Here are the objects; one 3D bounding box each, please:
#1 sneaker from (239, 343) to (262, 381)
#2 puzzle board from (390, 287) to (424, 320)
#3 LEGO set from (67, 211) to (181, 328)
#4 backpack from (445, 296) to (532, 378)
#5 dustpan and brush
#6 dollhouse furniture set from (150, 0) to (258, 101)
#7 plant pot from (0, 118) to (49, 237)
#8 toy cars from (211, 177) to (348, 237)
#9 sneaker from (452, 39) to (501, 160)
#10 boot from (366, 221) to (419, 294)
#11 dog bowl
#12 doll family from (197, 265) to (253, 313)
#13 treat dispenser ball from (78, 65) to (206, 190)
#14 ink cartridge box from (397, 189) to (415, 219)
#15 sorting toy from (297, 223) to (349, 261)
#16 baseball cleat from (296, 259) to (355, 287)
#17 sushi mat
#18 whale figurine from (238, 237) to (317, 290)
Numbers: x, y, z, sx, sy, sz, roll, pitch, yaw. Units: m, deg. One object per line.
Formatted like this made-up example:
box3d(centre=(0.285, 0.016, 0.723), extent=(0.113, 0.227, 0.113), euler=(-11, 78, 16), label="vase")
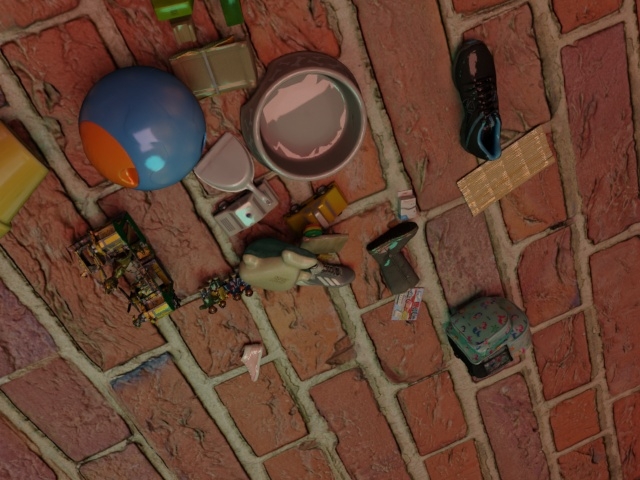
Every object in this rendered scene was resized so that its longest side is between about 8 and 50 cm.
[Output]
box3d(centre=(-0.229, 0.389, 2.009), extent=(0.070, 0.051, 0.134), euler=(4, 112, -17), label="sneaker")
box3d(centre=(0.290, 0.213, 2.096), extent=(0.096, 0.011, 0.128), euler=(1, 116, -18), label="puzzle board")
box3d(centre=(-0.534, 0.093, 1.647), extent=(0.192, 0.255, 0.331), euler=(-30, 118, 0), label="LEGO set")
box3d(centre=(0.569, 0.305, 2.108), extent=(0.253, 0.225, 0.191), euler=(-26, 127, -7), label="backpack")
box3d(centre=(-0.214, -0.168, 1.689), extent=(0.211, 0.060, 0.147), euler=(41, 88, 2), label="dustpan and brush")
box3d(centre=(-0.275, -0.501, 1.513), extent=(0.197, 0.151, 0.301), euler=(-14, 149, -2), label="dollhouse furniture set")
box3d(centre=(-0.779, -0.146, 1.459), extent=(0.239, 0.254, 0.254), euler=(-43, 122, -11), label="plant pot")
box3d(centre=(-0.105, -0.078, 1.776), extent=(0.393, 0.087, 0.176), euler=(1, 116, -17), label="toy cars")
box3d(centre=(0.457, -0.385, 1.754), extent=(0.125, 0.139, 0.341), euler=(-18, 120, -5), label="sneaker")
box3d(centre=(0.261, 0.060, 1.969), extent=(0.189, 0.076, 0.208), euler=(-28, 116, 16), label="boot")
box3d(centre=(-0.035, -0.315, 1.664), extent=(0.349, 0.102, 0.349), euler=(-7, 118, -13), label="dog bowl")
box3d(centre=(-0.271, 0.148, 1.855), extent=(0.193, 0.076, 0.111), euler=(-22, 116, -8), label="doll family")
box3d(centre=(-0.412, -0.260, 1.469), extent=(0.288, 0.288, 0.288), euler=(-7, 119, -13), label="treat dispenser ball")
box3d(centre=(0.261, -0.108, 1.906), extent=(0.048, 0.028, 0.083), euler=(-12, 119, -11), label="ink cartridge box")
box3d(centre=(0.000, 0.000, 1.804), extent=(0.132, 0.046, 0.274), euler=(-4, 161, -13), label="sorting toy")
box3d(centre=(0.015, 0.098, 1.900), extent=(0.206, 0.072, 0.109), euler=(-5, 150, -15), label="baseball cleat")
box3d(centre=(0.579, -0.214, 1.953), extent=(0.316, 0.019, 0.151), euler=(-35, 120, 3), label="sushi mat")
box3d(centre=(-0.115, 0.049, 1.760), extent=(0.216, 0.141, 0.272), euler=(18, 155, -26), label="whale figurine")
